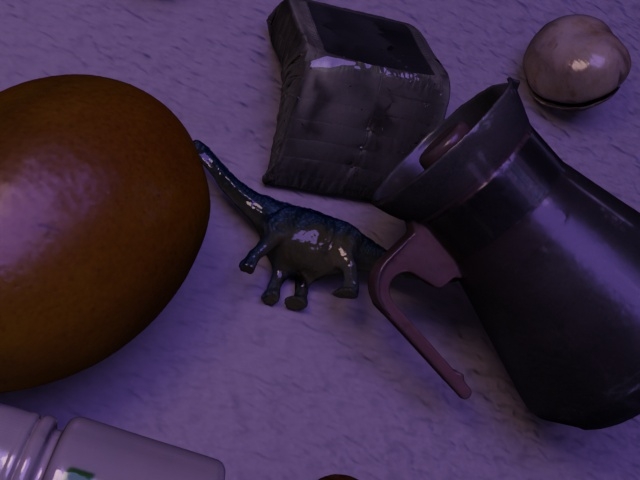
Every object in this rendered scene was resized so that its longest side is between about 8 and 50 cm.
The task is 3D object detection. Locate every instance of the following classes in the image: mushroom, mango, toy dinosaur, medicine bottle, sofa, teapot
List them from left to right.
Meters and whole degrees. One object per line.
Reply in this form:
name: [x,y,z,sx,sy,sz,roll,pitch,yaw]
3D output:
mango: [-0.265,-0.004,0.912,0.378,0.221,0.264,-36,99,-41]
medicine bottle: [-0.214,0.227,0.870,0.237,0.139,0.139,19,58,-8]
toy dinosaur: [-0.006,0.007,1.113,0.363,0.076,0.147,22,56,-9]
sofa: [0.033,-0.177,1.230,0.210,0.176,0.225,7,32,-19]
teapot: [0.225,0.030,1.075,0.300,0.253,0.344,-44,96,-8]
mushroom: [0.361,-0.244,1.383,0.154,0.122,0.154,-11,44,10]

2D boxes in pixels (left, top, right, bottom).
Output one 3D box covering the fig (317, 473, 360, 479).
fig: [0.030,0.266,0.958,0.089,0.125,0.089,11,63,-21]
